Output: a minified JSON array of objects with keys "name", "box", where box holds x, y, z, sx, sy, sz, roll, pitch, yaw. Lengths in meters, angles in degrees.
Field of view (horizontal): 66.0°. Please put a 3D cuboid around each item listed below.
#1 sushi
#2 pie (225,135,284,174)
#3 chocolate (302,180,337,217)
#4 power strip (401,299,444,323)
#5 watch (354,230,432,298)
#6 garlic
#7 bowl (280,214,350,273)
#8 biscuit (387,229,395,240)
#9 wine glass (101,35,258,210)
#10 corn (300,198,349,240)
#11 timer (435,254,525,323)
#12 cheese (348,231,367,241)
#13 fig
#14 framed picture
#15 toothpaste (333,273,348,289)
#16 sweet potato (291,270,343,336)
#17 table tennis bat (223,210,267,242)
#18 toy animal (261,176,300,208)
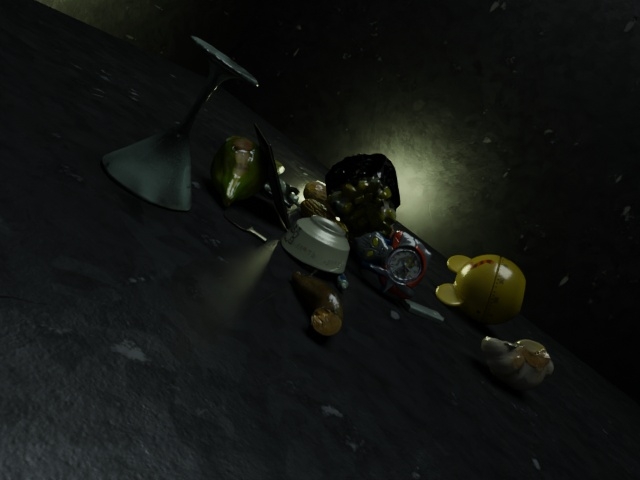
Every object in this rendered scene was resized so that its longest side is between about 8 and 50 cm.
[{"name":"sushi","box":[0.165,-0.161,2.044,0.329,0.285,0.327,5,-35,19]},{"name":"pie","box":[-0.324,-0.414,2.385,0.323,0.070,0.323,32,16,-10]},{"name":"chocolate","box":[0.044,-0.198,2.415,0.309,0.134,0.134,26,17,-33]},{"name":"power strip","box":[0.403,0.277,1.922,0.253,0.027,0.060,25,17,-36]},{"name":"watch","box":[0.257,0.079,1.913,0.305,0.241,0.274,29,-2,3]},{"name":"garlic","box":[0.706,0.450,1.801,0.281,0.184,0.203,8,-2,-21]},{"name":"bowl","box":[0.000,0.000,1.631,0.238,0.126,0.237,27,14,-7]},{"name":"biscuit","box":[0.338,-0.001,2.305,0.284,0.043,0.306,-76,145,-85]},{"name":"wine glass","box":[-0.353,-0.305,1.300,0.267,0.406,0.267,35,15,-11]},{"name":"corn","box":[0.015,-0.081,2.036,0.102,0.102,0.313,22,18,-42]},{"name":"timer","box":[0.777,0.227,2.390,0.387,0.375,0.376,14,8,19]},{"name":"cheese","box":[0.195,-0.043,2.293,0.235,0.117,0.218,29,14,-37]},{"name":"fig","box":[-0.287,-0.205,1.647,0.206,0.206,0.274,31,46,-20]},{"name":"framed picture","box":[-0.171,-0.225,1.774,0.265,0.016,0.346,-121,-164,-58]},{"name":"toothpaste","box":[0.064,0.119,1.642,0.057,0.035,0.197,47,9,-19]},{"name":"sweet potato","box":[-0.006,0.152,1.269,0.112,0.085,0.285,22,19,-29]},{"name":"table tennis bat","box":[-0.231,-0.044,1.524,0.157,0.013,0.087,36,14,4]},{"name":"toy animal","box":[-0.168,-0.207,2.051,0.225,0.093,0.121,25,9,-32]}]
